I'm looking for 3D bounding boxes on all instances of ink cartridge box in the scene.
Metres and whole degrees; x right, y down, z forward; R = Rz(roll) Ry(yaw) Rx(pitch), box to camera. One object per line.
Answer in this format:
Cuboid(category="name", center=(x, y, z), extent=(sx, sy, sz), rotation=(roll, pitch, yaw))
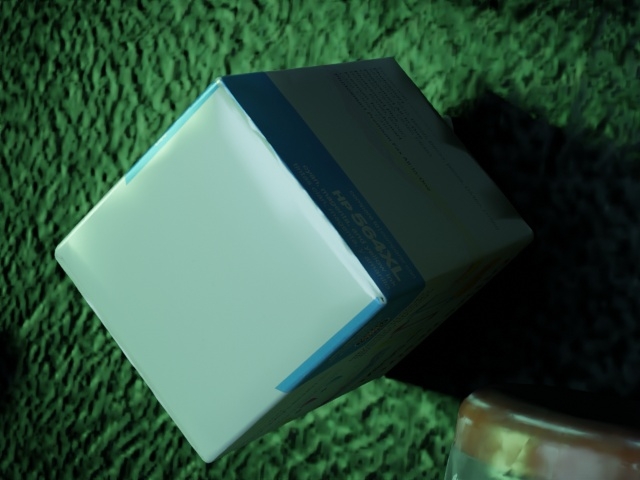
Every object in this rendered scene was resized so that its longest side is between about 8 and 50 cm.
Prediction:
Cuboid(category="ink cartridge box", center=(0.000, 0.000, 0.546), extent=(0.092, 0.143, 0.090), rotation=(-44, 77, 28))

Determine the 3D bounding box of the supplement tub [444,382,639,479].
Cuboid(category="supplement tub", center=(0.078, 0.149, 0.476), extent=(0.106, 0.106, 0.198), rotation=(10, 92, 41))
